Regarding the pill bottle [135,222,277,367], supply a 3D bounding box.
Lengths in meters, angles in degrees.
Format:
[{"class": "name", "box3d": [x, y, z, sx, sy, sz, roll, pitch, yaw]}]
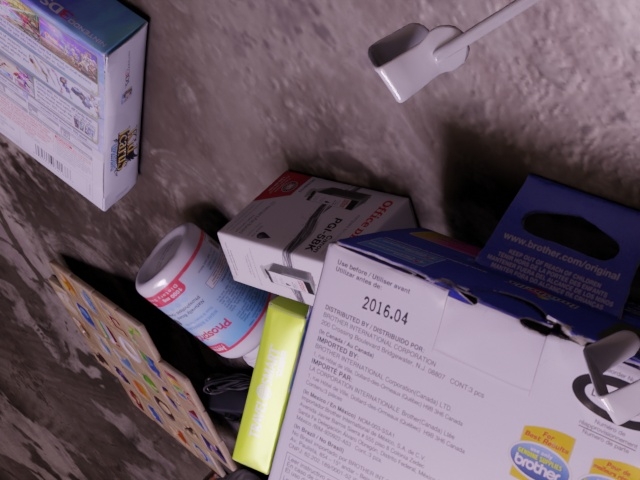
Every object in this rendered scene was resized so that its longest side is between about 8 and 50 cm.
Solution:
[{"class": "pill bottle", "box3d": [-0.099, 0.062, 1.067, 0.160, 0.087, 0.087, 41, 152, -22]}]

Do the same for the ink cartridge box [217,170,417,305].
[{"class": "ink cartridge box", "box3d": [0.000, 0.000, 0.877, 0.135, 0.099, 0.056, 15, 136, 37]}]

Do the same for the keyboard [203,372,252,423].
[{"class": "keyboard", "box3d": [-0.026, 0.189, 1.146, 0.201, 0.033, 0.317, 34, 156, -31]}]

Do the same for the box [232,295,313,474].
[{"class": "box", "box3d": [-0.023, 0.107, 0.952, 0.042, 0.109, 0.178, 20, 111, 16]}]

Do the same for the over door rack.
[{"class": "over door rack", "box3d": [0.208, -0.049, 0.465, 0.324, 0.108, 0.239, -27, 109, 29]}]

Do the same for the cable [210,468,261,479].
[{"class": "cable", "box3d": [-0.109, 0.438, 1.419, 0.089, 0.257, 0.257, -11, 86, 11]}]

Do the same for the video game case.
[{"class": "video game case", "box3d": [-0.286, -0.184, 1.012, 0.269, 0.061, 0.244, 36, 150, 10]}]

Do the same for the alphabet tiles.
[{"class": "alphabet tiles", "box3d": [-0.237, 0.166, 1.381, 0.342, 0.011, 0.285, 27, 148, 45]}]

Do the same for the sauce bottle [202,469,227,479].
[{"class": "sauce bottle", "box3d": [-0.120, 0.389, 1.558, 0.128, 0.042, 0.042, 46, 149, -8]}]

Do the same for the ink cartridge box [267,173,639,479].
[{"class": "ink cartridge box", "box3d": [0.117, 0.159, 0.736, 0.270, 0.151, 0.395, 22, 107, 30]}]
